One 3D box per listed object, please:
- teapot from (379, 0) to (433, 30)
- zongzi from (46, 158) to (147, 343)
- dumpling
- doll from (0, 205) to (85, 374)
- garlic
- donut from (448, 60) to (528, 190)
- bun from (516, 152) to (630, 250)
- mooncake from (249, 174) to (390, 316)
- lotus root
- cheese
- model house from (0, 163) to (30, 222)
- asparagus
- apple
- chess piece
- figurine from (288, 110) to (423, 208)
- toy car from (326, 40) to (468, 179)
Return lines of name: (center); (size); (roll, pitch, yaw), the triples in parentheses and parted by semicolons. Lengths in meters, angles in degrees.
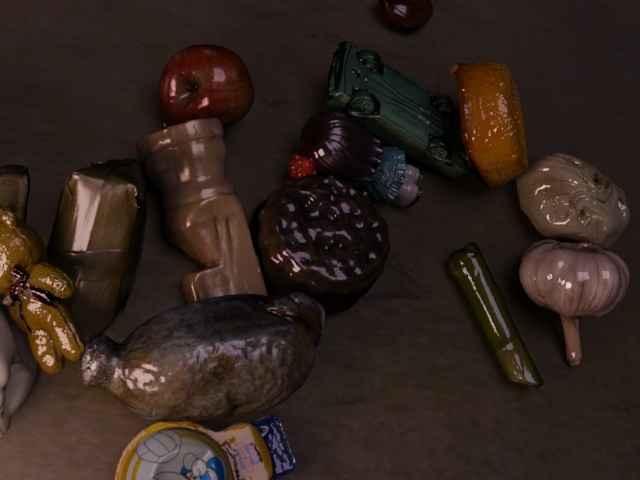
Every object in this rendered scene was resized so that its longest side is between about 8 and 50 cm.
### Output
teapot: (0.173, -0.474, 1.723); (0.129, 0.078, 0.098); (-10, 71, -31)
zongzi: (-0.316, 0.007, 1.231); (0.125, 0.274, 0.251); (16, 98, -10)
dumpling: (-0.439, 0.146, 1.090); (0.179, 0.131, 0.252); (40, 30, -28)
doll: (-0.367, 0.068, 1.064); (0.097, 0.137, 0.210); (-22, 79, -44)
garlic: (0.453, 0.114, 1.557); (0.199, 0.199, 0.226); (-4, 103, -29)
donut: (0.315, -0.218, 1.598); (0.118, 0.253, 0.254); (-10, 63, 16)
bun: (0.494, -0.084, 1.653); (0.229, 0.145, 0.230); (13, 56, -20)
mooncake: (0.000, 0.000, 1.372); (0.228, 0.124, 0.228); (11, 61, -21)
lotus root: (-0.153, 0.167, 1.185); (0.349, 0.175, 0.175); (-9, 70, -25)
cheese: (-0.160, 0.316, 1.163); (0.270, 0.069, 0.177); (-15, 74, -32)
model house: (-0.535, -0.105, 1.101); (0.204, 0.218, 0.279); (-30, 77, -35)
asparagus: (0.304, 0.137, 1.502); (0.067, 0.060, 0.278); (-4, 67, -50)
apple: (-0.180, -0.245, 1.390); (0.146, 0.146, 0.131); (53, 28, 5)
chess piece: (-0.172, -0.029, 1.306); (0.137, 0.137, 0.301); (-19, 90, -33)
figurine: (0.067, -0.129, 1.483); (0.245, 0.110, 0.138); (23, 60, -25)
toy car: (0.143, -0.228, 1.568); (0.320, 0.097, 0.142); (26, 55, -28)
